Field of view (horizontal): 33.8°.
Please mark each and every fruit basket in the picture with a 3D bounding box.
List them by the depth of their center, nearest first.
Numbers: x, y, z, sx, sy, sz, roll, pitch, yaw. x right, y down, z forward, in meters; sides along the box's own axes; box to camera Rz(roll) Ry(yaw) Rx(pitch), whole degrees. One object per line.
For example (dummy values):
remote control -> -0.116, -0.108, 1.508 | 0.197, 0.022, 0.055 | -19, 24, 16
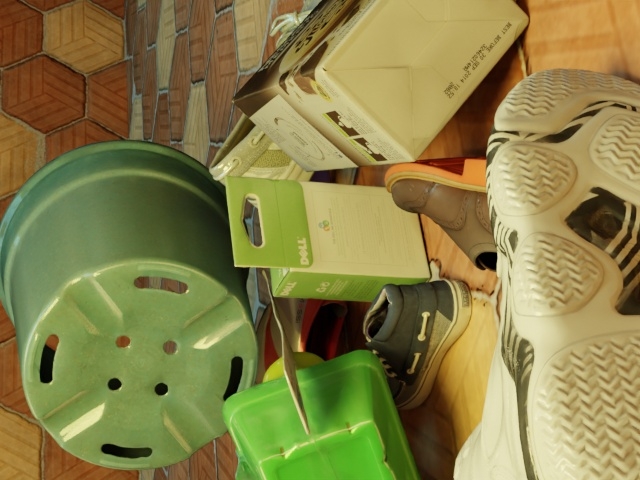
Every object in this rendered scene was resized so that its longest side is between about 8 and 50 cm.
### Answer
fruit basket -> -0.004, 0.220, 1.059 | 0.353, 0.165, 0.327 | -139, 28, -73

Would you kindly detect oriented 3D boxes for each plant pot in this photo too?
plant pot -> -0.227, 0.084, 1.269 | 0.334, 0.341, 0.341 | -123, 39, -66

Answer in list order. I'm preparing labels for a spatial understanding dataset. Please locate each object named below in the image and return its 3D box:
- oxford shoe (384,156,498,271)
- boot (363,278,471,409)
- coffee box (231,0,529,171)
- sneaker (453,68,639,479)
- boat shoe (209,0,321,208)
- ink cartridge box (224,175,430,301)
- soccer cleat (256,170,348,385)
oxford shoe -> 0.126, -0.022, 0.897 | 0.271, 0.097, 0.098 | -169, 74, -72
boot -> 0.075, 0.103, 1.041 | 0.190, 0.086, 0.069 | 110, 154, -43
coffee box -> 0.042, -0.167, 1.007 | 0.168, 0.119, 0.297 | -51, 15, -11
sneaker -> 0.157, 0.062, 0.687 | 0.210, 0.137, 0.365 | 100, 176, -48
boat shoe -> -0.030, -0.190, 1.234 | 0.118, 0.103, 0.320 | 0, 63, 56
ink cartridge box -> 0.000, 0.000, 1.082 | 0.062, 0.209, 0.109 | 124, 144, -54
soccer cleat -> -0.008, 0.039, 1.316 | 0.116, 0.109, 0.318 | -3, 76, 43
